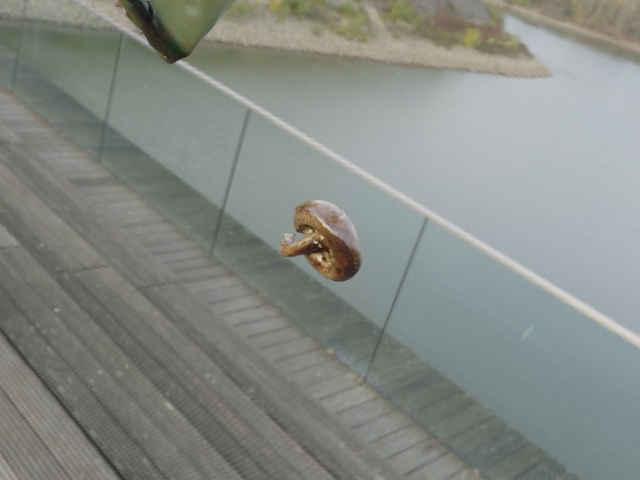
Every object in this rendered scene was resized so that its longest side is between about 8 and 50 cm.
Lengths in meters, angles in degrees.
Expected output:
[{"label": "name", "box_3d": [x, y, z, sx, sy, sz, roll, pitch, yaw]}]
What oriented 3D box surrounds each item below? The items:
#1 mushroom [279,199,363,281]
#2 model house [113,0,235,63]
[{"label": "mushroom", "box_3d": [0.001, -0.001, 1.212, 0.170, 0.135, 0.080, 1, 27, 46]}, {"label": "model house", "box_3d": [-0.072, -0.259, 0.313, 0.173, 0.268, 0.239, 30, 15, -48]}]
